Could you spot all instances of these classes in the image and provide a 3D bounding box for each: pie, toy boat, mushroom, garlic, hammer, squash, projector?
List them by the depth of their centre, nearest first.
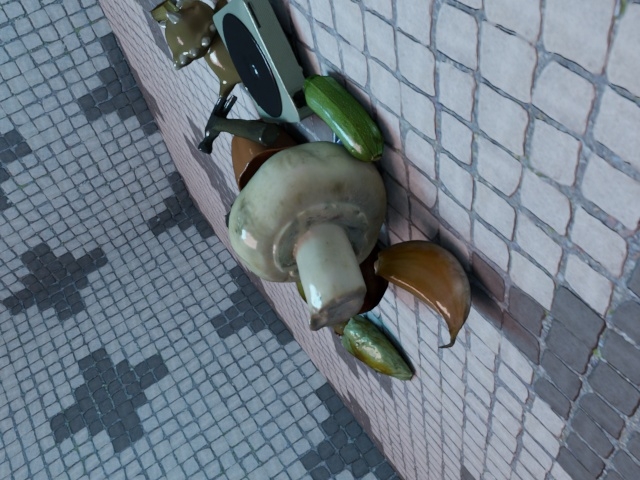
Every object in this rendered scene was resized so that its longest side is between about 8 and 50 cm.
[{"bbox_3d":[0.202,0.072,1.072,0.206,0.128,0.115,46,118,27],"label":"garlic"},{"bbox_3d":[0.039,-0.222,1.084,0.219,0.068,0.077,52,169,28],"label":"squash"},{"bbox_3d":[0.000,0.000,1.126,0.314,0.314,0.336,78,174,-52],"label":"mushroom"},{"bbox_3d":[-0.113,-0.372,1.262,0.257,0.079,0.259,64,164,-19],"label":"projector"},{"bbox_3d":[-0.193,-0.262,1.437,0.044,0.168,0.440,20,-175,-28],"label":"hammer"},{"bbox_3d":[0.158,0.319,1.772,0.257,0.105,0.274,46,170,-9],"label":"pie"},{"bbox_3d":[-0.464,-0.679,1.849,0.072,0.064,0.206,50,171,-29],"label":"toy boat"}]

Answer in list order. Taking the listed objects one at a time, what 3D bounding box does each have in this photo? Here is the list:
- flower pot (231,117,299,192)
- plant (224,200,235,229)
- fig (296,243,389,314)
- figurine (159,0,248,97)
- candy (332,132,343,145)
[{"bbox_3d":[-0.135,-0.205,1.504,0.190,0.191,0.173,77,168,-52],"label":"flower pot"},{"bbox_3d":[-0.192,-0.054,2.071,0.275,0.149,0.146,18,-177,44],"label":"plant"},{"bbox_3d":[0.038,0.004,1.366,0.217,0.217,0.320,-170,71,-71],"label":"fig"},{"bbox_3d":[-0.271,-0.446,1.452,0.177,0.173,0.247,39,155,52],"label":"figurine"},{"bbox_3d":[0.045,-0.173,1.227,0.088,0.038,0.136,48,156,13],"label":"candy"}]
